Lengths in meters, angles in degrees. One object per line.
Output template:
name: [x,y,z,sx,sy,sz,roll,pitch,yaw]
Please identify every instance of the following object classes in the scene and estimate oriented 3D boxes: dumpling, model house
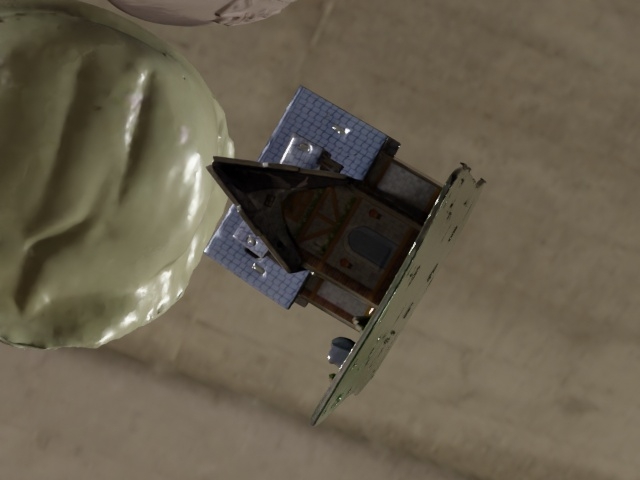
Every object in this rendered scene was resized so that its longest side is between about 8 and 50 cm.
dumpling: [-0.245,-0.063,1.532,0.395,0.233,0.315,30,-124,-30]
model house: [0.000,0.000,0.719,0.088,0.117,0.167,31,-173,7]

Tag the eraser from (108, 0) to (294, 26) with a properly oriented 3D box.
eraser: [-0.045,-0.171,1.003,0.059,0.204,0.243,55,-143,7]
